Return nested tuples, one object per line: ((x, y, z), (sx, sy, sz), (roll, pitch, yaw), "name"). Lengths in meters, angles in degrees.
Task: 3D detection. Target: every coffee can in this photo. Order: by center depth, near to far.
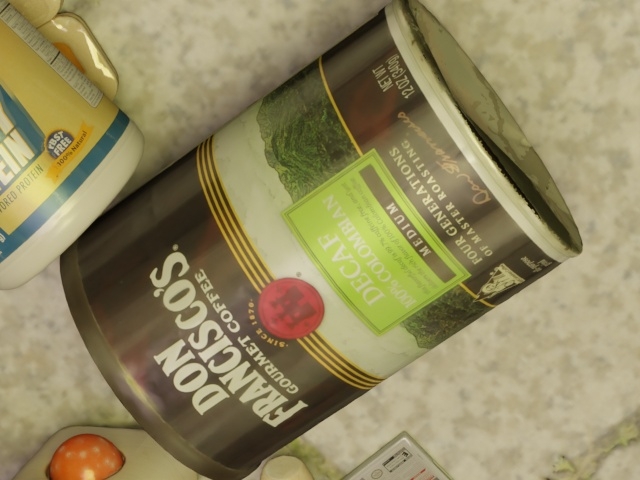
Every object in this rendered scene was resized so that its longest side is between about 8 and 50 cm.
((0.000, 0.000, 1.032), (0.275, 0.201, 0.201), (-35, 106, 15), "coffee can")

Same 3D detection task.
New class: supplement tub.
((-0.227, -0.081, 1.017), (0.144, 0.144, 0.199), (-42, 105, 17), "supplement tub")

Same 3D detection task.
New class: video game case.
((0.072, 0.213, 1.216), (0.087, 0.011, 0.122), (-40, 105, 16), "video game case")

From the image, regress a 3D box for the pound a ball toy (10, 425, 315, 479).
((-0.143, 0.221, 1.091), (0.208, 0.319, 0.136), (1, 112, 19), "pound a ball toy")

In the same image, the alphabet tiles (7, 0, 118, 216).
((-0.288, -0.093, 1.104), (0.284, 0.021, 0.278), (-28, 108, 13), "alphabet tiles")
